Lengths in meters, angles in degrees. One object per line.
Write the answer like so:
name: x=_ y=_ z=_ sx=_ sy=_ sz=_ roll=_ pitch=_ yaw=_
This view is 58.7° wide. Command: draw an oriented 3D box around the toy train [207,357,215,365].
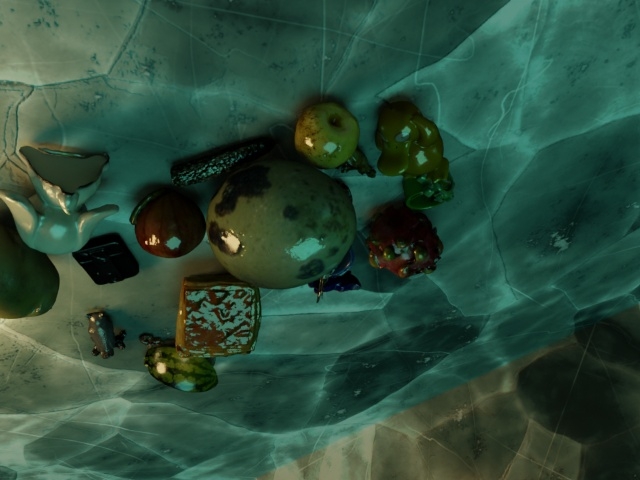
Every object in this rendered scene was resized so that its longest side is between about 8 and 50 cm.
toy train: x=-0.435 y=0.386 z=2.159 sx=0.086 sy=0.089 sz=0.409 roll=-7 pitch=142 yaw=-22

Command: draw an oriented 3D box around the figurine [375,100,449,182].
figurine: x=0.244 y=-0.265 z=1.547 sx=0.228 sy=0.215 sz=0.215 roll=4 pitch=141 yaw=-48

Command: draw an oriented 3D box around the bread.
bread: x=-0.340 y=0.234 z=1.899 sx=0.277 sy=0.167 sz=0.325 roll=1 pitch=121 yaw=-11

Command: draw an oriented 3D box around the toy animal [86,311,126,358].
toy animal: x=-0.751 y=0.329 z=1.938 sx=0.121 sy=0.117 sz=0.210 roll=-7 pitch=145 yaw=-3

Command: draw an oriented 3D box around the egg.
egg: x=-0.103 y=-0.040 z=1.496 sx=0.427 sy=0.345 sz=0.345 roll=9 pitch=161 yaw=38

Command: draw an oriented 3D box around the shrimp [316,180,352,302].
shrimp: x=0.001 y=-0.002 z=1.729 sx=0.137 sy=0.172 sz=0.372 roll=17 pitch=96 yaw=-28

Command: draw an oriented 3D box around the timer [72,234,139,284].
timer: x=-0.636 y=0.065 z=1.697 sx=0.144 sy=0.055 sz=0.187 roll=-16 pitch=144 yaw=-3

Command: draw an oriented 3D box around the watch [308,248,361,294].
watch: x=0.030 y=0.059 z=1.880 sx=0.196 sy=0.171 sz=0.200 roll=-7 pitch=131 yaw=-26

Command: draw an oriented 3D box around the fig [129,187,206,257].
fig: x=-0.413 y=-0.047 z=1.551 sx=0.205 sy=0.205 sz=0.205 roll=-11 pitch=143 yaw=-8

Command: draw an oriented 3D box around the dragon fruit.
dragon fruit: x=0.290 y=0.014 z=1.858 sx=0.307 sy=0.228 sz=0.243 roll=-5 pitch=146 yaw=-20

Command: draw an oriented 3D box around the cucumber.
cucumber: x=-0.249 y=-0.210 z=1.493 sx=0.293 sy=0.068 sz=0.068 roll=-19 pitch=143 yaw=2

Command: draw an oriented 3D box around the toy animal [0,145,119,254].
toy animal: x=-0.631 y=-0.087 z=1.406 sx=0.248 sy=0.174 sz=0.289 roll=-8 pitch=141 yaw=-10

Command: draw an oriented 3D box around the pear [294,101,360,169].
pear: x=0.013 y=-0.265 z=1.461 sx=0.177 sy=0.178 sz=0.178 roll=-11 pitch=143 yaw=-8

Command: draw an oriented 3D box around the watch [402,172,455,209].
watch: x=0.315 y=-0.166 z=1.746 sx=0.165 sy=0.131 sz=0.152 roll=6 pitch=156 yaw=-34

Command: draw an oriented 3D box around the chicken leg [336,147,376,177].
chicken leg: x=0.100 y=-0.217 z=1.629 sx=0.093 sy=0.070 sz=0.178 roll=-31 pitch=151 yaw=27

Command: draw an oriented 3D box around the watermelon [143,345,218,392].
watermelon: x=-0.531 y=0.504 z=2.148 sx=0.303 sy=0.128 sz=0.159 roll=21 pitch=140 yaw=-8

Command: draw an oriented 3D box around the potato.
potato: x=-0.835 y=0.079 z=1.479 sx=0.243 sy=0.221 sz=0.326 roll=25 pitch=162 yaw=15

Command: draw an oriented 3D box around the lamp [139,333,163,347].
lamp: x=-0.634 y=0.371 z=2.108 sx=0.063 sy=0.031 sz=0.083 roll=-27 pitch=138 yaw=11
